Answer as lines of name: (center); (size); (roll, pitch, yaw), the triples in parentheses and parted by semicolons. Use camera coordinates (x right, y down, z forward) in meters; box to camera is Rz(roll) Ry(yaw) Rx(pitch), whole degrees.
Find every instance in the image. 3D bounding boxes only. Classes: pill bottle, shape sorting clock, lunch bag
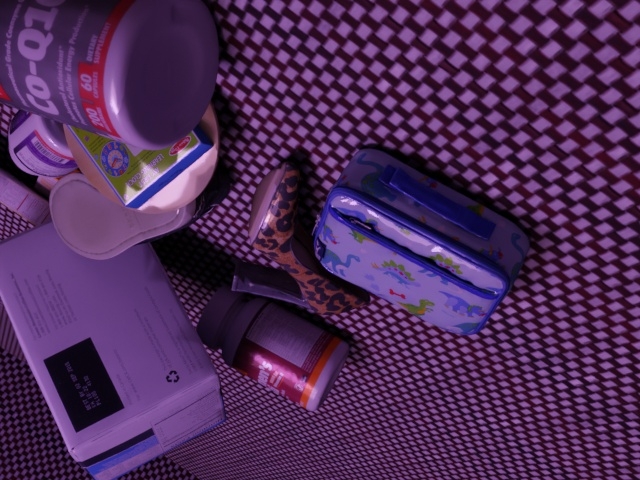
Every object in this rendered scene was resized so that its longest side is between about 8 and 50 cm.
pill bottle: (-0.346, -0.142, 1.187); (0.108, 0.108, 0.193); (43, 152, -20)
pill bottle: (-0.076, 0.163, 1.406); (0.221, 0.121, 0.121); (27, 153, 10)
shape sorting clock: (-0.209, -0.130, 1.049); (0.206, 0.040, 0.206); (8, 111, 21)
lunch bag: (0.103, 0.004, 0.979); (0.219, 0.090, 0.176); (29, 151, 4)
pill bottle: (-0.261, -0.202, 0.930); (0.283, 0.161, 0.161); (18, 151, 25)

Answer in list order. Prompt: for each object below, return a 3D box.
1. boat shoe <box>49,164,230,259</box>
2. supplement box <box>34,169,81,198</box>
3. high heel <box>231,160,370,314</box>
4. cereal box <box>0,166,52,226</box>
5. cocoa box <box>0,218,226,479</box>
boat shoe: (-0.248, -0.057, 1.230); (0.340, 0.113, 0.127); (-15, 96, 47)
supplement box: (-0.409, -0.092, 1.423); (0.062, 0.036, 0.098); (37, 153, -12)
high heel: (0.000, 0.000, 1.127); (0.186, 0.093, 0.261); (12, 142, -8)
cereal box: (-0.507, -0.081, 1.482); (0.240, 0.047, 0.173); (34, 174, -7)
cocoa box: (-0.320, 0.151, 1.375); (0.347, 0.231, 0.228); (58, 164, 23)
